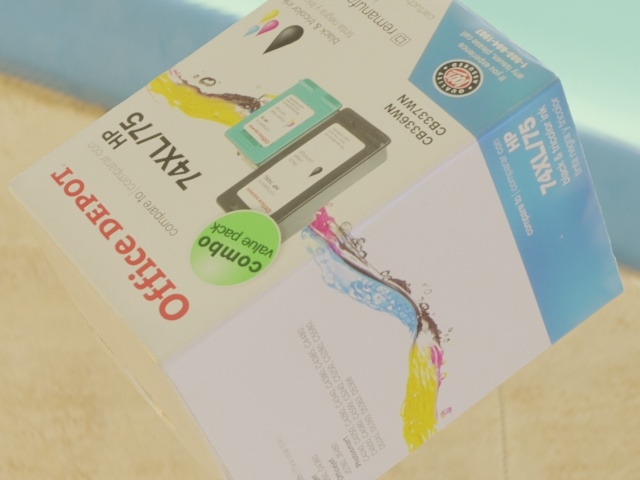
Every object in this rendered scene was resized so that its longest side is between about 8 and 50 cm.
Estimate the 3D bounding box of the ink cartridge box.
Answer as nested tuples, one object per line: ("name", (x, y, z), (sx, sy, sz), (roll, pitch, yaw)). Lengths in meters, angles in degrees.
("ink cartridge box", (0.000, 0.000, 1.142), (0.270, 0.197, 0.198), (-37, 47, -11))
